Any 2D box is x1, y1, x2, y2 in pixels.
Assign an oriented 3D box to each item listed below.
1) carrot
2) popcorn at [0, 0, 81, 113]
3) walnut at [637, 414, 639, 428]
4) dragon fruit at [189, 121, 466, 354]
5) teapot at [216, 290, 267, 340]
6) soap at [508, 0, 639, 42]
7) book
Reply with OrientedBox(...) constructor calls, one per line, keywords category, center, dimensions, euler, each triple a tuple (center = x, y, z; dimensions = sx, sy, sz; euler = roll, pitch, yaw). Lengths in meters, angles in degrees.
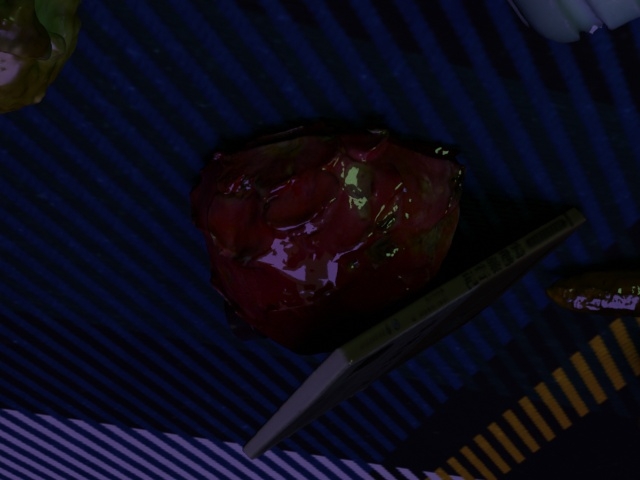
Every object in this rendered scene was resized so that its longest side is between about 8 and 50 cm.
OrientedBox(category="carrot", center=(0.378, 0.047, 1.050), dimensions=(0.314, 0.066, 0.066), euler=(0, 147, 8))
OrientedBox(category="popcorn", center=(-0.255, -0.146, 0.650), dimensions=(0.221, 0.183, 0.204), euler=(-25, 167, -15))
OrientedBox(category="walnut", center=(0.462, 0.193, 1.148), dimensions=(0.245, 0.198, 0.198), euler=(-2, 146, 3))
OrientedBox(category="dragon fruit", center=(0.000, 0.000, 0.924), dimensions=(0.262, 0.189, 0.163), euler=(-23, 170, 26))
OrientedBox(category="teapot", center=(-0.075, 0.065, 1.077), dimensions=(0.045, 0.067, 0.100), euler=(-14, 140, 25))
OrientedBox(category="soap", center=(0.129, -0.237, 0.600), dimensions=(0.150, 0.094, 0.261), euler=(-24, 138, 25))
OrientedBox(category="book", center=(0.085, 0.083, 0.969), dimensions=(0.310, 0.021, 0.217), euler=(-26, 164, -37))
